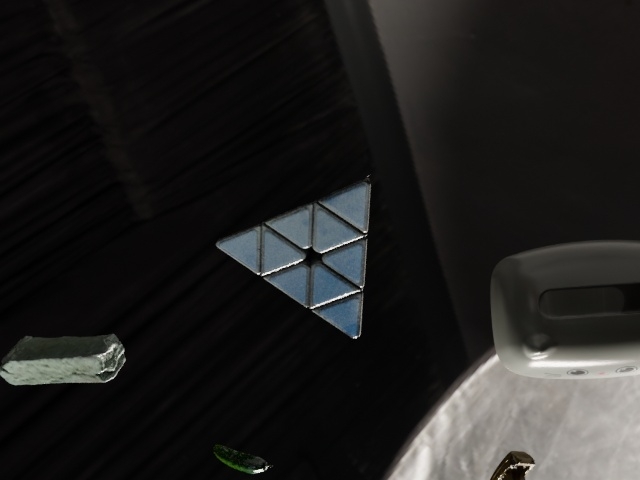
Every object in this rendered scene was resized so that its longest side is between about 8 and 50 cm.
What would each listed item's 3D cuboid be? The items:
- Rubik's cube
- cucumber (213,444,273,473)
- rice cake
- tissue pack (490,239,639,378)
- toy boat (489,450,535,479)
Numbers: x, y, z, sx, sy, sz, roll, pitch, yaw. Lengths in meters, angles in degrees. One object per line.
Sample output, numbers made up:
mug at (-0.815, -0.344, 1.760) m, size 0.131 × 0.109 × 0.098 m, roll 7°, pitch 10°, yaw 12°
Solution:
Rubik's cube at (0.002, -0.001, 1.704) m, size 0.228 × 0.233 × 0.229 m, roll 26°, pitch 169°, yaw 41°
cucumber at (-0.166, 0.457, 1.958) m, size 0.168 × 0.039 × 0.039 m, roll 9°, pitch 130°, yaw 38°
rice cake at (-0.389, 0.179, 1.429) m, size 0.207 × 0.069 × 0.063 m, roll -6°, pitch 117°, yaw 21°
tissue pack at (0.454, 0.114, 1.571) m, size 0.333 × 0.236 × 0.229 m, roll -5°, pitch 84°, yaw 9°
toy boat at (0.397, 0.506, 1.970) m, size 0.057 × 0.077 × 0.200 m, roll 6°, pitch 137°, yaw -10°
